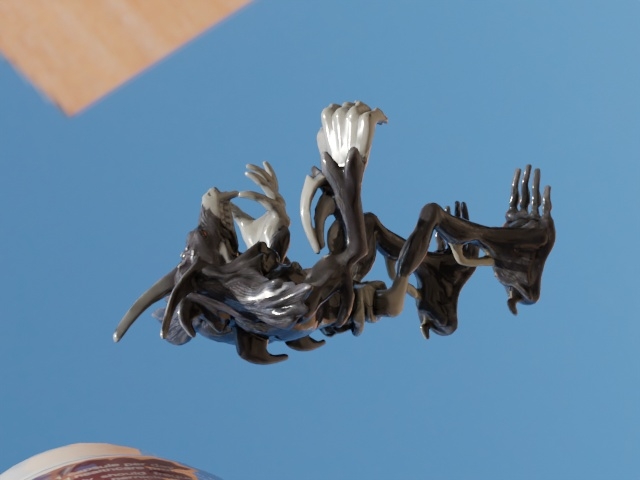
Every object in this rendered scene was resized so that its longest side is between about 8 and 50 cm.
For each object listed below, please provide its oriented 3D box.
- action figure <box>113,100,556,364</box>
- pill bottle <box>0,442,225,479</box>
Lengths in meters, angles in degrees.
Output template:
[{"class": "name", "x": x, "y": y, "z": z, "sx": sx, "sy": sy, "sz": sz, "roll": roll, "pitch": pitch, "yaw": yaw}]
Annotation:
[{"class": "action figure", "x": 0.000, "y": 0.000, "z": 1.166, "sx": 0.275, "sy": 0.164, "sz": 0.141, "roll": -3, "pitch": -100, "yaw": -38}, {"class": "pill bottle", "x": -0.088, "y": 0.232, "z": 0.973, "sx": 0.224, "sy": 0.392, "sz": 0.224, "roll": -2, "pitch": -83, "yaw": -14}]
